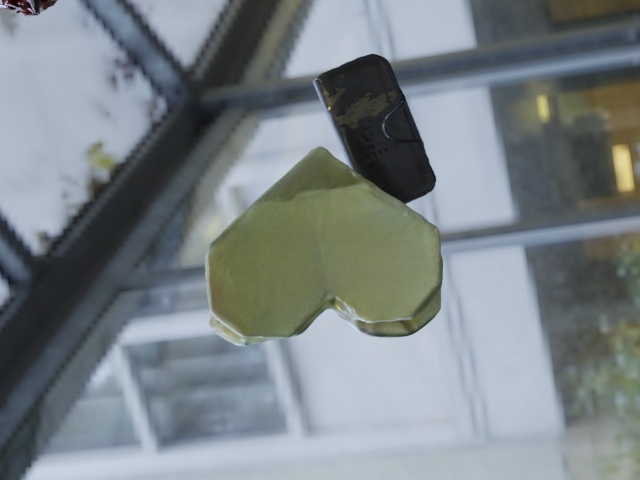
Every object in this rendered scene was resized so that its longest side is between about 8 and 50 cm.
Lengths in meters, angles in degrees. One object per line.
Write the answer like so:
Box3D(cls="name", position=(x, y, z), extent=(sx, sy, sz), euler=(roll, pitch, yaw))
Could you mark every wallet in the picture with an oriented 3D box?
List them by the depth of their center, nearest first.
Box3D(cls="wallet", position=(0.056, -0.108, 1.982), extent=(0.018, 0.082, 0.156), euler=(-69, -42, -82))

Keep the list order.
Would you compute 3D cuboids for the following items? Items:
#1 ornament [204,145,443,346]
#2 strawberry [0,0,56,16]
Box3D(cls="ornament", position=(0.000, 0.000, 1.673), extent=(0.059, 0.201, 0.180), euler=(86, 180, -66))
Box3D(cls="strawberry", position=(-0.349, -0.347, 2.277), extent=(0.184, 0.187, 0.201), euler=(43, -163, -5))
